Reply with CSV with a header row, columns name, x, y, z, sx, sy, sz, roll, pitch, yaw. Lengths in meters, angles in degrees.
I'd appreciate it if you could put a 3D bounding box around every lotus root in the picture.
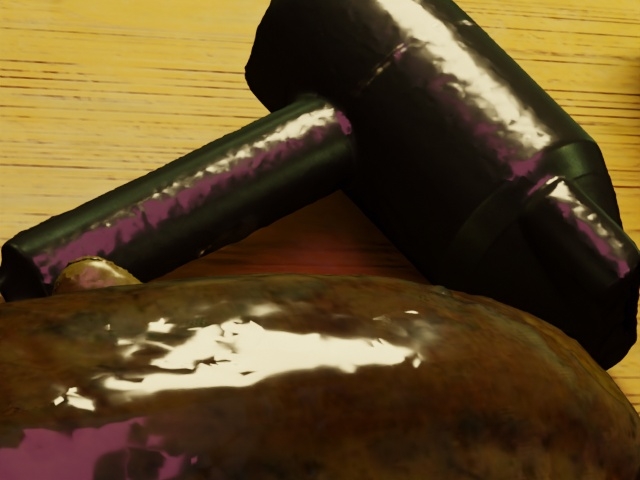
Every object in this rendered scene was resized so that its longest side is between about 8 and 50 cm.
name,x,y,z,sx,sy,sz,roll,pitch,yaw
lotus root,-0.025,0.134,0.642,0.346,0.250,0.250,-6,49,-24

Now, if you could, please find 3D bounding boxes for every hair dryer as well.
name,x,y,z,sx,sy,sz,roll,pitch,yaw
hair dryer,0.000,0.000,0.912,0.302,0.116,0.244,-27,60,-26

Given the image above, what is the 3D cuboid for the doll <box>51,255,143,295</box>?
name,x,y,z,sx,sy,sz,roll,pitch,yaw
doll,-0.084,0.078,0.800,0.209,0.097,0.137,2,83,-9
